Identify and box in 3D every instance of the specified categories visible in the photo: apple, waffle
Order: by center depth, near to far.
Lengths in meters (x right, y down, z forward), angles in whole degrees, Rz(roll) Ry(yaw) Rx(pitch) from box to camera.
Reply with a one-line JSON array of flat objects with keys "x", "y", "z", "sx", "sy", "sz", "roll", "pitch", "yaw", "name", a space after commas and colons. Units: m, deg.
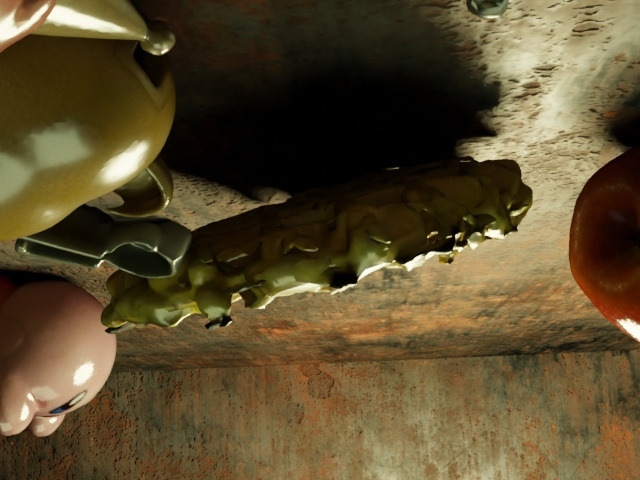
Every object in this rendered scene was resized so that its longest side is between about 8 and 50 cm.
[{"x": 0.000, "y": 0.000, "z": 0.746, "sx": 0.379, "sy": 0.095, "sz": 0.382, "roll": -11, "pitch": -173, "yaw": 35, "name": "waffle"}, {"x": 0.359, "y": 0.004, "z": 0.762, "sx": 0.201, "sy": 0.218, "sz": 0.218, "roll": 3, "pitch": 164, "yaw": -24, "name": "apple"}]

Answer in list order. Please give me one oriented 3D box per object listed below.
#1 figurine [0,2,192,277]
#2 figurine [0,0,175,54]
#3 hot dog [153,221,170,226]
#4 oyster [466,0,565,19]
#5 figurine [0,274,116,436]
[{"x": -0.219, "y": -0.074, "z": 0.493, "sx": 0.284, "sy": 0.167, "sz": 0.342, "roll": -10, "pitch": 163, "yaw": 29, "name": "figurine"}, {"x": -0.182, "y": -0.132, "z": 0.250, "sx": 0.207, "sy": 0.166, "sz": 0.387, "roll": -47, "pitch": 147, "yaw": 3, "name": "figurine"}, {"x": -0.229, "y": 0.004, "z": 1.008, "sx": 0.133, "sy": 0.041, "sz": 0.056, "roll": -8, "pitch": 164, "yaw": 21, "name": "hot dog"}, {"x": 0.067, "y": -0.172, "z": 0.341, "sx": 0.198, "sy": 0.092, "sz": 0.259, "roll": -17, "pitch": 168, "yaw": 43, "name": "oyster"}, {"x": -0.439, "y": 0.153, "z": 1.257, "sx": 0.211, "sy": 0.261, "sz": 0.270, "roll": -29, "pitch": 164, "yaw": -5, "name": "figurine"}]
